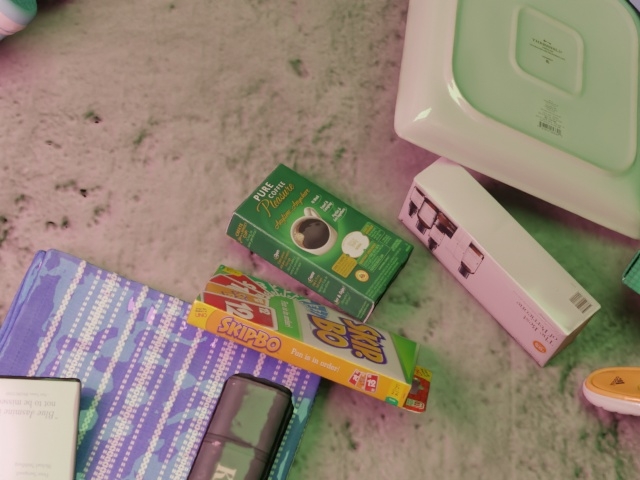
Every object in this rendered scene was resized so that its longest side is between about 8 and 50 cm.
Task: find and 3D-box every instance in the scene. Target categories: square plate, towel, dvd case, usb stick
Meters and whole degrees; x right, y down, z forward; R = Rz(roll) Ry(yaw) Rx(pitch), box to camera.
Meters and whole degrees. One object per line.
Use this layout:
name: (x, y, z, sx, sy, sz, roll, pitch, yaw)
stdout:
square plate: (0.256, -0.209, 1.575, 0.347, 0.049, 0.344, 21, 57, -21)
towel: (-0.181, 0.161, 1.393, 0.336, 0.040, 0.243, 21, 63, 1)
dvd case: (-0.331, 0.255, 1.309, 0.180, 0.022, 0.253, 3, 72, -6)
usb stick: (-0.102, 0.261, 1.324, 0.077, 0.045, 0.278, 22, 66, -1)

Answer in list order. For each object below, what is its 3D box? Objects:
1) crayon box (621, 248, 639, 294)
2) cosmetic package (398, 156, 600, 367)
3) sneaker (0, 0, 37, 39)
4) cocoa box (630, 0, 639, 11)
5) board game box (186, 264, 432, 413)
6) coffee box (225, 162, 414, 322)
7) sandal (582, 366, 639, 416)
crayon box: (0.480, 0.066, 1.482, 0.278, 0.081, 0.165, 35, 30, 9)
cosmetic package: (0.192, 0.023, 1.490, 0.060, 0.099, 0.239, -38, 74, -21)
sneaker: (-0.482, -0.309, 1.480, 0.208, 0.127, 0.319, -38, 86, 17)
cocoa box: (0.498, -0.392, 1.649, 0.228, 0.231, 0.347, -26, 70, -36)
board game box: (-0.003, 0.102, 1.414, 0.259, 0.039, 0.124, 24, 18, 1)
coffee box: (0.000, 0.000, 1.486, 0.184, 0.040, 0.113, 32, 45, 6)
sandal: (0.394, 0.144, 1.397, 0.265, 0.076, 0.102, 3, 26, 31)
